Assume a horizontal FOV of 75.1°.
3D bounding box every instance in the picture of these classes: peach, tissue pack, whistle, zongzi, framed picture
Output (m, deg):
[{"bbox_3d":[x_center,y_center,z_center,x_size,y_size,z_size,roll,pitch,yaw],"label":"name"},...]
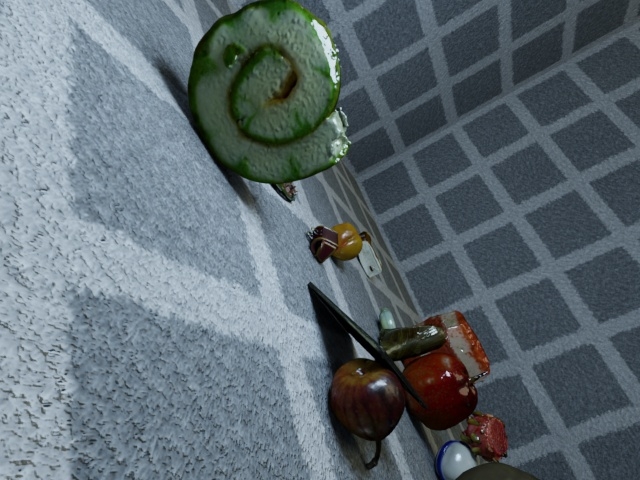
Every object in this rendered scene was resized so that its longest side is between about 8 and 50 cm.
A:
[{"bbox_3d":[0.084,0.007,1.497,0.138,0.138,0.138,57,14,-22],"label":"peach"},{"bbox_3d":[0.234,0.062,2.038,0.183,0.092,0.226,60,14,-8],"label":"tissue pack"},{"bbox_3d":[0.271,0.333,1.692,0.258,0.067,0.126,-62,136,-79],"label":"whistle"},{"bbox_3d":[0.317,0.363,1.426,0.241,0.248,0.111,-21,100,-75],"label":"zongzi"},{"bbox_3d":[0.107,0.248,1.027,0.255,0.014,0.339,53,-10,-31],"label":"framed picture"}]

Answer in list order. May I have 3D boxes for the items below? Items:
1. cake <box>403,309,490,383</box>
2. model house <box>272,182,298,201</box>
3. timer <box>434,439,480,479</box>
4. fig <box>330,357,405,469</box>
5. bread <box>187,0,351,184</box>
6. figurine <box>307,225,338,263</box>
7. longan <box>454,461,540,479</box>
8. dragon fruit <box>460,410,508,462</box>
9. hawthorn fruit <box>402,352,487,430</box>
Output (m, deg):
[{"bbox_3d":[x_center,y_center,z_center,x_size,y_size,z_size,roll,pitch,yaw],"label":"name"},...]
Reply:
[{"bbox_3d":[0.526,0.479,1.795,0.270,0.320,0.269,62,14,0],"label":"cake"},{"bbox_3d":[-0.112,-0.274,1.266,0.294,0.154,0.207,43,21,-56],"label":"model house"},{"bbox_3d":[0.530,0.817,1.379,0.383,0.270,0.270,46,15,-6],"label":"timer"},{"bbox_3d":[0.109,0.339,0.852,0.202,0.148,0.149,52,-23,11],"label":"fig"},{"bbox_3d":[-0.093,-0.308,0.918,0.382,0.366,0.129,34,18,-9],"label":"bread"},{"bbox_3d":[-0.001,0.001,1.318,0.098,0.082,0.154,45,18,-13],"label":"figurine"},{"bbox_3d":[0.435,0.714,0.925,0.404,0.336,0.404,53,18,-26],"label":"longan"},{"bbox_3d":[0.537,0.635,1.374,0.208,0.150,0.133,-136,-159,-87],"label":"dragon fruit"},{"bbox_3d":[0.435,0.505,1.439,0.254,0.300,0.254,54,18,-26],"label":"hawthorn fruit"}]
